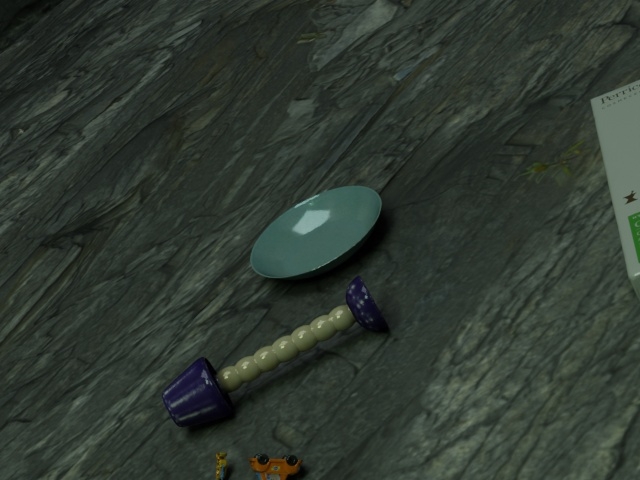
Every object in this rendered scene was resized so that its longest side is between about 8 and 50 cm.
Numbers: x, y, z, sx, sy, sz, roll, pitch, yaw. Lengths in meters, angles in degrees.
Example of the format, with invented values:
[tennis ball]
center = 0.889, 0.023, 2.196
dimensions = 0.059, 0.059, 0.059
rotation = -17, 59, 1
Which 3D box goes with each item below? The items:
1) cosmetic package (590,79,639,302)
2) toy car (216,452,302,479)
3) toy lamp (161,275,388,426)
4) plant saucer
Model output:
[cosmetic package]
center = 0.407, -0.039, 1.505
dimensions = 0.197, 0.155, 0.365
rotation = -23, 29, 15
[toy car]
center = -0.068, 0.254, 1.609
dimensions = 0.122, 0.060, 0.040
rotation = -15, 71, 60
[toy lamp]
center = -0.058, 0.135, 1.735
dimensions = 0.275, 0.080, 0.080
rotation = -30, 27, -1
[plant saucer]
center = 0.000, 0.000, 1.952
dimensions = 0.195, 0.037, 0.195
rotation = -23, 27, 12
